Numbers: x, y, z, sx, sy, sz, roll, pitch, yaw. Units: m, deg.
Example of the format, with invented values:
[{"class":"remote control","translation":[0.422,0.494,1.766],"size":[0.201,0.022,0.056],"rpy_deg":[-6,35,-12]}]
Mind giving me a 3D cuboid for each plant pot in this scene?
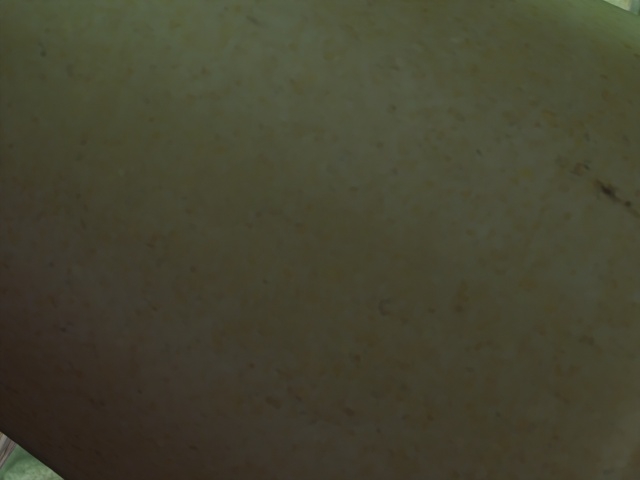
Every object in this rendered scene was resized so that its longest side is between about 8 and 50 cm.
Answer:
[{"class":"plant pot","translation":[0.000,0.000,0.445],"size":[0.334,0.305,0.334],"rpy_deg":[-58,-175,8]}]
